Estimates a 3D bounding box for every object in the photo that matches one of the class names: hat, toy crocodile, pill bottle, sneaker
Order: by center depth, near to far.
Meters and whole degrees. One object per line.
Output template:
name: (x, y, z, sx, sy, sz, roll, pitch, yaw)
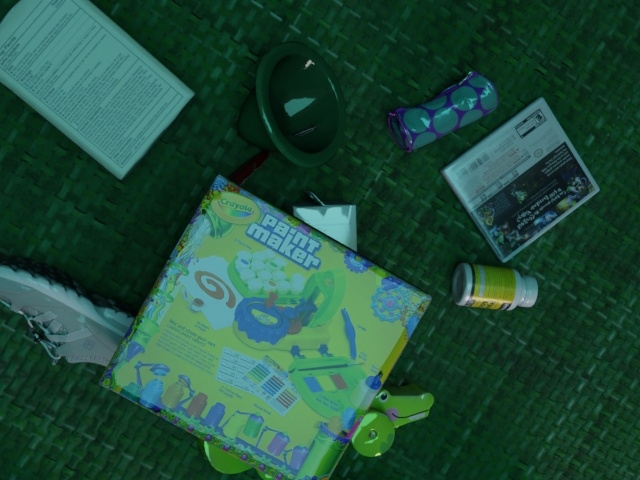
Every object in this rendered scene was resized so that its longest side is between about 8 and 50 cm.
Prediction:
sneaker: (-0.351, 0.110, 1.138, 0.281, 0.105, 0.115, 28, 91, -13)
hat: (-0.092, -0.162, 1.196, 0.208, 0.183, 0.173, -47, 115, -45)
toy crocodile: (-0.005, 0.260, 1.215, 0.340, 0.115, 0.105, -14, 98, -8)
pill bottle: (0.260, 0.070, 1.267, 0.116, 0.065, 0.065, 6, 96, -11)

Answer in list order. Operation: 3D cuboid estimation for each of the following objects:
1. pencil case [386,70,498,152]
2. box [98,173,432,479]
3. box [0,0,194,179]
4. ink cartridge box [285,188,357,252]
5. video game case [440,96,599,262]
pencil case: (0.174, -0.186, 1.221, 0.151, 0.064, 0.070, -28, 117, -7)
box: (-0.067, 0.109, 1.058, 0.290, 0.177, 0.279, 30, 91, -5)
box: (-0.297, -0.208, 1.099, 0.232, 0.127, 0.148, 41, 89, -12)
ink cartridge box: (0.000, 0.000, 1.196, 0.090, 0.092, 0.143, -2, 97, -10)
video game case: (0.300, -0.090, 1.278, 0.190, 0.022, 0.173, -37, 101, -5)
